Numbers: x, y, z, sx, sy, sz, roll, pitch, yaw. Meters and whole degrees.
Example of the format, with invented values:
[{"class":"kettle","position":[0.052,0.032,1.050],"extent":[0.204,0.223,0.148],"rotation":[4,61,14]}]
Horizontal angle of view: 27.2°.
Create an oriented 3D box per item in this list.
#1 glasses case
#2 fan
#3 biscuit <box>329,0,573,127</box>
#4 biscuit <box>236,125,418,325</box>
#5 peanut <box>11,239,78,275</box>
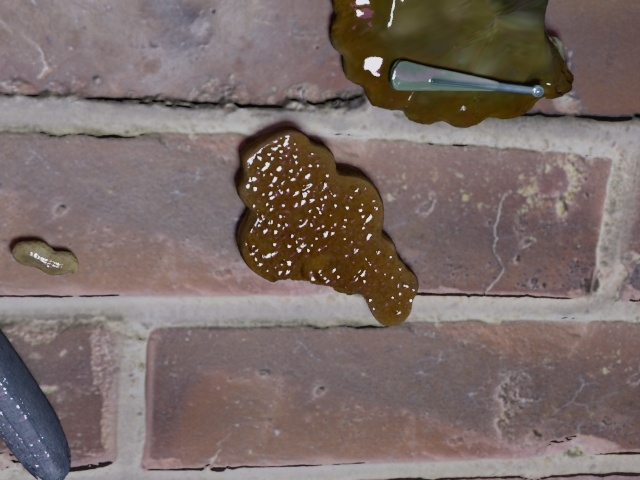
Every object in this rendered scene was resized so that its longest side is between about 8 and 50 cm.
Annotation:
[{"class":"glasses case","position":[-0.386,0.180,1.617],"extent":[0.067,0.109,0.282],"rotation":[-25,115,1]},{"class":"fan","position":[0.178,-0.191,1.598],"extent":[0.193,0.016,0.038],"rotation":[4,115,-11]},{"class":"biscuit","position":[0.188,-0.282,1.601],"extent":[0.335,0.078,0.329],"rotation":[25,108,-20]},{"class":"biscuit","position":[0.008,-0.005,1.679],"extent":[0.319,0.047,0.183],"rotation":[36,101,-24]},{"class":"peanut","position":[-0.334,0.023,1.610],"extent":[0.083,0.037,0.037],"rotation":[21,104,-25]}]
